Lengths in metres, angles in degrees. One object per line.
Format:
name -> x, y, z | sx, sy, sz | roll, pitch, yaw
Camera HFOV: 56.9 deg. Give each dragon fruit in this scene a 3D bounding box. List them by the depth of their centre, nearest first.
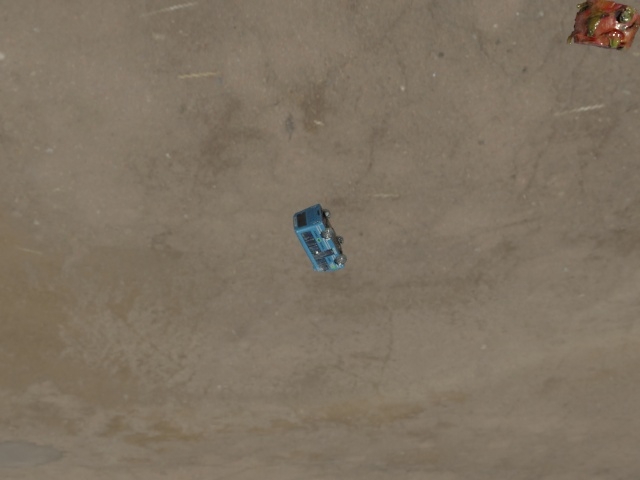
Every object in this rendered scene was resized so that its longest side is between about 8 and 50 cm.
dragon fruit -> 0.626, -0.459, 1.274 | 0.147, 0.096, 0.102 | 11, 114, -1

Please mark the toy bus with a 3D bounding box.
toy bus -> 0.000, 0.000, 0.698 | 0.046, 0.038, 0.083 | -18, 133, 10
